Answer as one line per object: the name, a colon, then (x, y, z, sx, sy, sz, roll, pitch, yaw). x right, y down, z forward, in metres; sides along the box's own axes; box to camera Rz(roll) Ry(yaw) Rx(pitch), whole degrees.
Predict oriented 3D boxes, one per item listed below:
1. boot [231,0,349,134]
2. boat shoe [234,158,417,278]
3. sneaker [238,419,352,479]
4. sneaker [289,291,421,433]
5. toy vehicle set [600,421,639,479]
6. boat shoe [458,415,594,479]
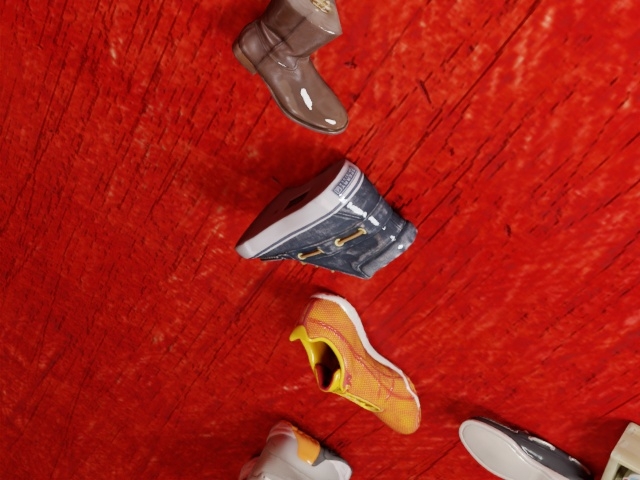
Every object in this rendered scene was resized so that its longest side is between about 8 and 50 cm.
boot: (-0.003, -0.128, 1.223, 0.106, 0.037, 0.114, 37, 150, -9)
boat shoe: (0.000, 0.000, 1.396, 0.083, 0.065, 0.183, 43, 153, -12)
sneaker: (-0.049, 0.279, 1.869, 0.099, 0.121, 0.262, 34, 154, 2)
sneaker: (0.028, 0.120, 1.569, 0.064, 0.067, 0.175, -1, 138, 49)
toy vehicle set: (0.308, 0.260, 1.503, 0.166, 0.035, 0.267, 28, 154, 15)
boat shoe: (0.179, 0.186, 1.531, 0.125, 0.038, 0.046, 29, 135, 10)
